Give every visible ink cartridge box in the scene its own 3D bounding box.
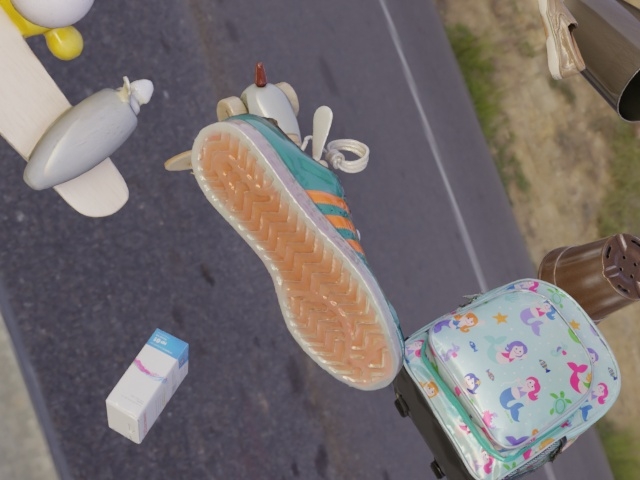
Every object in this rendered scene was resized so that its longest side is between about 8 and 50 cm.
[{"bbox_3d":[-0.225,0.190,1.215,0.122,0.052,0.089,-59,170,-34],"label":"ink cartridge box"}]

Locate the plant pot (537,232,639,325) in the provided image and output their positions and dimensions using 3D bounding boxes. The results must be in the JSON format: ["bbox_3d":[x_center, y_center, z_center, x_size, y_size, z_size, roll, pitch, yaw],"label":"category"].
[{"bbox_3d":[0.518,0.067,1.723,0.166,0.165,0.167,8,70,-21],"label":"plant pot"}]

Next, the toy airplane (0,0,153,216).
[{"bbox_3d":[-0.343,-0.229,0.936,0.386,0.272,0.385,7,82,-49],"label":"toy airplane"}]

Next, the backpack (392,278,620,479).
[{"bbox_3d":[0.241,0.170,1.171,0.225,0.253,0.191,59,-22,22],"label":"backpack"}]

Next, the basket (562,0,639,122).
[{"bbox_3d":[0.519,-0.334,1.620,0.227,0.204,0.154,51,-27,37],"label":"basket"}]

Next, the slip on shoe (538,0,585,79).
[{"bbox_3d":[0.305,-0.273,1.179,0.051,0.041,0.136,12,70,-59],"label":"slip on shoe"}]

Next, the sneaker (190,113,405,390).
[{"bbox_3d":[0.000,0.000,0.922,0.302,0.108,0.121,57,32,-2],"label":"sneaker"}]

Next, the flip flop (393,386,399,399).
[{"bbox_3d":[0.261,0.266,1.814,0.080,0.277,0.112,4,65,-43],"label":"flip flop"}]

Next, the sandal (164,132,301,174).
[{"bbox_3d":[-0.143,-0.123,1.610,0.088,0.239,0.079,123,-48,-73],"label":"sandal"}]

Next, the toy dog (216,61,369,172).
[{"bbox_3d":[-0.066,-0.234,1.864,0.220,0.333,0.161,-44,154,-34],"label":"toy dog"}]
